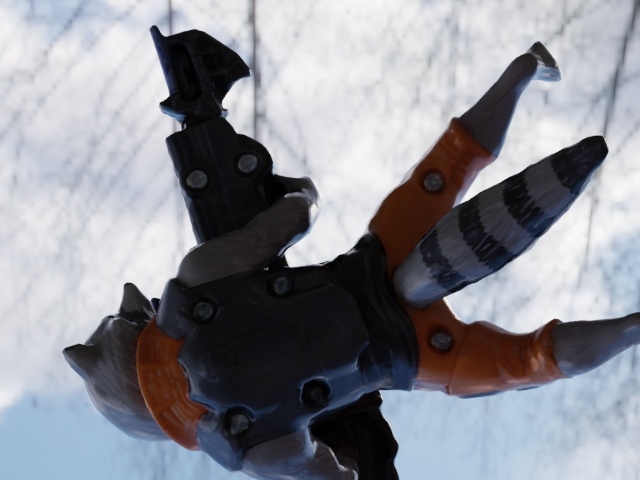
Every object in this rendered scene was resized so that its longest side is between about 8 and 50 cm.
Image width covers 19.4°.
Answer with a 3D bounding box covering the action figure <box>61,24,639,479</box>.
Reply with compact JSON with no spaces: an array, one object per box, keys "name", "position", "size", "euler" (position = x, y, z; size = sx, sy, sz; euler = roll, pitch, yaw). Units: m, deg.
[{"name":"action figure","position":[0.000,0.000,1.062],"size":[0.330,0.341,0.178],"euler":[-27,173,6]}]
